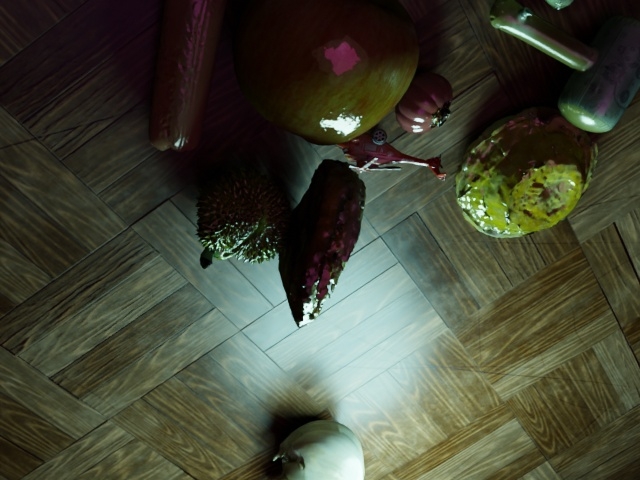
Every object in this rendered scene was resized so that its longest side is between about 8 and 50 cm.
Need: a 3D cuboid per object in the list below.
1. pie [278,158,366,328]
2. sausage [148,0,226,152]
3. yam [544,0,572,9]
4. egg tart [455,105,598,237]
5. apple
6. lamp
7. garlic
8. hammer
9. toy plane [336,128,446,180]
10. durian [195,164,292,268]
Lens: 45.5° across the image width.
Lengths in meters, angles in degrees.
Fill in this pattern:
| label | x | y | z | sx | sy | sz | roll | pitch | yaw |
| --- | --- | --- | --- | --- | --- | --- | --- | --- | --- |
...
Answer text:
| label | x | y | z | sx | sy | sz | roll | pitch | yaw |
| --- | --- | --- | --- | --- | --- | --- | --- | --- | --- |
| pie | -0.001 | 0.000 | 1.247 | 0.086 | 0.308 | 0.308 | 17 | 118 | -13 |
| sausage | -0.199 | -0.262 | 1.129 | 0.086 | 0.086 | 0.289 | 3 | 122 | -21 |
| yam | 0.408 | -0.463 | 1.178 | 0.107 | 0.107 | 0.194 | 34 | 107 | -34 |
| egg tart | 0.396 | -0.108 | 1.424 | 0.295 | 0.116 | 0.294 | -9 | 125 | -13 |
| apple | -0.001 | -0.260 | 1.092 | 0.264 | 0.264 | 0.264 | -9 | 127 | -12 |
| lamp | 0.173 | -0.229 | 1.274 | 0.107 | 0.092 | 0.107 | -39 | 158 | -19 |
| garlic | -0.004 | 0.501 | 1.698 | 0.203 | 0.184 | 0.281 | 12 | 145 | 4 |
| hammer | 0.415 | -0.326 | 1.288 | 0.305 | 0.113 | 0.202 | 26 | 97 | -19 |
| toy plane | 0.118 | -0.147 | 1.296 | 0.126 | 0.194 | 0.077 | 24 | 75 | -70 |
| durian | -0.125 | -0.039 | 1.276 | 0.159 | 0.146 | 0.198 | 8 | 151 | 2 |
